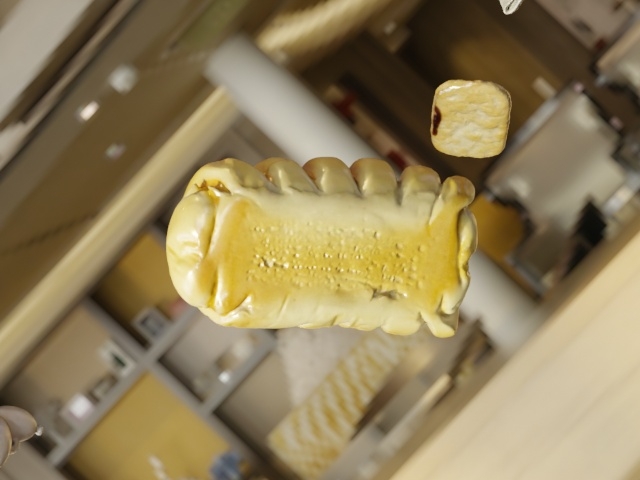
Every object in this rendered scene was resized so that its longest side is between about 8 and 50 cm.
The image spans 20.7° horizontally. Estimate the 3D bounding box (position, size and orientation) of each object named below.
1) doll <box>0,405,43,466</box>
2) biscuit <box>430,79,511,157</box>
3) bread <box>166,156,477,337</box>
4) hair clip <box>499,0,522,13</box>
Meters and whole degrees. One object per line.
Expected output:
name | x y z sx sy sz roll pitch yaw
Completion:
doll | -0.354 0.159 1.732 0.161 0.160 0.059 0 -29 -42
biscuit | 0.137 -0.110 1.602 0.147 0.071 0.018 86 -171 -66
bread | 0.000 0.000 1.709 0.121 0.311 0.172 -133 50 -66
hair clip | 0.279 -0.357 2.030 0.218 0.071 0.159 -26 50 30
